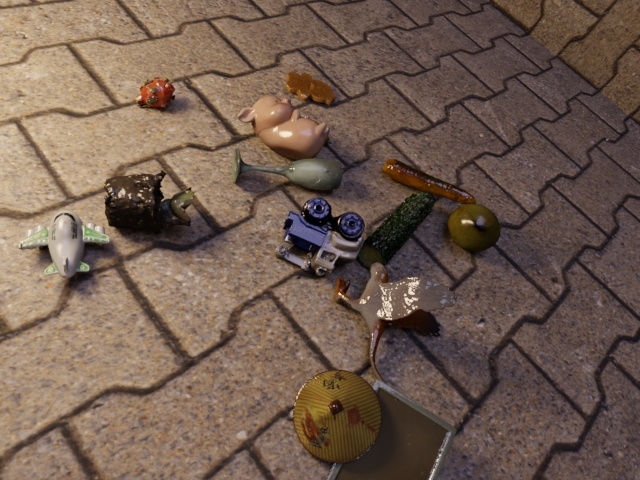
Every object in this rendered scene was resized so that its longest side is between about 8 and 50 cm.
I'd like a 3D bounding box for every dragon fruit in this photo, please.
[{"bbox_3d":[-0.484,-0.425,1.305,0.116,0.081,0.086,-39,78,-12],"label":"dragon fruit"}]

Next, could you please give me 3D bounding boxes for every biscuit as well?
[{"bbox_3d":[-0.039,-0.542,1.592,0.184,0.027,0.133,4,55,-21],"label":"biscuit"}]

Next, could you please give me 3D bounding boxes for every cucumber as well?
[{"bbox_3d":[0.237,-0.049,1.320,0.096,0.096,0.359,40,52,8],"label":"cucumber"}]

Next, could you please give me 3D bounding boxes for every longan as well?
[{"bbox_3d":[0.474,-0.041,1.387,0.154,0.145,0.176,66,17,3],"label":"longan"}]

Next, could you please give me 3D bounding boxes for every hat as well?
[{"bbox_3d":[0.032,0.353,0.930,0.193,0.082,0.192,-3,57,5],"label":"hat"}]

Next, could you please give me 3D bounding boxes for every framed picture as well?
[{"bbox_3d":[0.147,0.466,0.944,0.217,0.017,0.274,34,65,3],"label":"framed picture"}]

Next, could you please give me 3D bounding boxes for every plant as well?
[{"bbox_3d":[-0.405,-0.089,1.071,0.204,0.131,0.142,-2,55,-25],"label":"plant"}]

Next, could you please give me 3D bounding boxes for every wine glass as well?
[{"bbox_3d":[-0.089,-0.118,1.275,0.310,0.096,0.263,3,76,-21],"label":"wine glass"}]

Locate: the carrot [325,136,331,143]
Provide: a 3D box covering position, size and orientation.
[{"bbox_3d":[-0.029,-0.346,1.459,0.142,0.035,0.035,21,52,-1],"label":"carrot"}]

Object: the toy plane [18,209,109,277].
[{"bbox_3d":[-0.557,0.005,0.980,0.174,0.080,0.173,10,52,-14],"label":"toy plane"}]

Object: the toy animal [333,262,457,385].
[{"bbox_3d":[0.148,0.216,1.115,0.302,0.225,0.284,30,71,16],"label":"toy animal"}]

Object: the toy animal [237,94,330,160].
[{"bbox_3d":[-0.104,-0.337,1.349,0.250,0.166,0.153,34,92,9],"label":"toy animal"}]

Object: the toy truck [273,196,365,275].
[{"bbox_3d":[0.000,0.000,1.173,0.213,0.161,0.176,24,71,-5],"label":"toy truck"}]

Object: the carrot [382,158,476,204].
[{"bbox_3d":[0.349,-0.181,1.438,0.315,0.066,0.066,26,50,14],"label":"carrot"}]
